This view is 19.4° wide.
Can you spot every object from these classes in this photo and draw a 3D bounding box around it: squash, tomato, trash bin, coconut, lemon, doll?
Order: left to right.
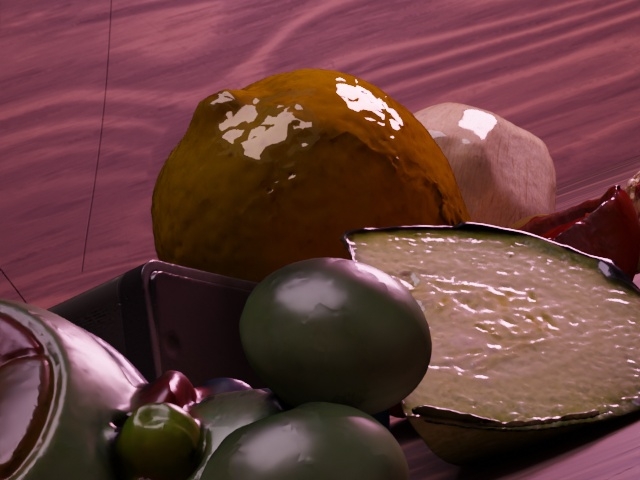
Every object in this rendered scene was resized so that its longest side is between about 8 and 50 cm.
[{"bbox_3d":[-0.111,0.116,0.722,0.322,0.186,0.198,0,39,17],"label":"doll"},{"bbox_3d":[-0.161,0.114,1.376,0.240,0.122,0.164,-20,-21,30],"label":"trash bin"},{"bbox_3d":[0.000,0.000,1.518,0.253,0.310,0.253,-32,31,22],"label":"lemon"},{"bbox_3d":[0.130,-0.016,1.810,0.224,0.224,0.224,-19,2,1],"label":"coconut"},{"bbox_3d":[0.123,0.056,1.266,0.228,0.101,0.228,-27,1,1],"label":"tomato"},{"bbox_3d":[0.109,0.075,1.095,0.184,0.085,0.192,3,35,-14],"label":"squash"}]

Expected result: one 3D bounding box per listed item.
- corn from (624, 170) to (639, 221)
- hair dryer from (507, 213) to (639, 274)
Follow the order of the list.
[{"bbox_3d":[0.395,-0.056,1.762,0.098,0.098,0.290,-20,0,-35],"label":"corn"},{"bbox_3d":[0.283,0.003,1.552,0.278,0.090,0.135,-12,0,2],"label":"hair dryer"}]
